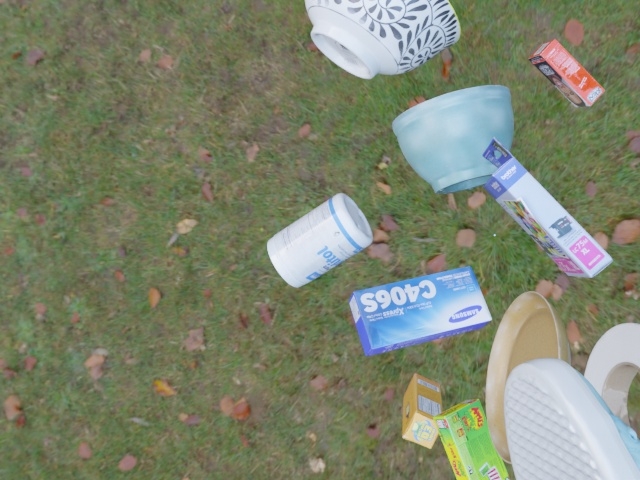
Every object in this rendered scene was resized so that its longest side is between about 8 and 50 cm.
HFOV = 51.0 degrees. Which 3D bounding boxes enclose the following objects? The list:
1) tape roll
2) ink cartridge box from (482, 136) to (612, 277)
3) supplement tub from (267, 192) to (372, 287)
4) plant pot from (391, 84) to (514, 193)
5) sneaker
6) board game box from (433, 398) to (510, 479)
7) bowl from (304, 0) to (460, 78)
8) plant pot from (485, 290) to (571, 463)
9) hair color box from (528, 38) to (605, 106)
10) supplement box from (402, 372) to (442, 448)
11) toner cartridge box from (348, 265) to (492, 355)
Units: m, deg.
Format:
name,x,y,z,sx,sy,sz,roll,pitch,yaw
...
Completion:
name,x,y,z,sx,sy,sz,roll,pitch,yaw
tape roll,0.720,0.380,1.503,0.072,0.392,0.392,5,92,-8
ink cartridge box,0.419,-0.059,1.317,0.065,0.186,0.311,-40,84,5
supplement tub,0.000,0.000,0.777,0.107,0.071,0.071,-33,82,18
plant pot,0.338,-0.226,1.624,0.293,0.293,0.196,-15,83,14
sneaker,0.298,0.258,0.586,0.150,0.135,0.366,-19,75,-27
board game box,0.299,0.415,1.316,0.092,0.043,0.181,-17,83,-29
bowl,0.042,-0.211,0.648,0.170,0.170,0.080,35,88,12
plant pot,0.288,0.189,0.929,0.032,0.236,0.236,11,93,-4
hair color box,0.477,-0.323,1.303,0.141,0.072,0.043,42,96,-7
supplement box,0.249,0.412,1.639,0.080,0.233,0.078,24,104,4
toner cartridge box,0.266,0.187,1.801,0.347,0.075,0.165,-12,68,-14
